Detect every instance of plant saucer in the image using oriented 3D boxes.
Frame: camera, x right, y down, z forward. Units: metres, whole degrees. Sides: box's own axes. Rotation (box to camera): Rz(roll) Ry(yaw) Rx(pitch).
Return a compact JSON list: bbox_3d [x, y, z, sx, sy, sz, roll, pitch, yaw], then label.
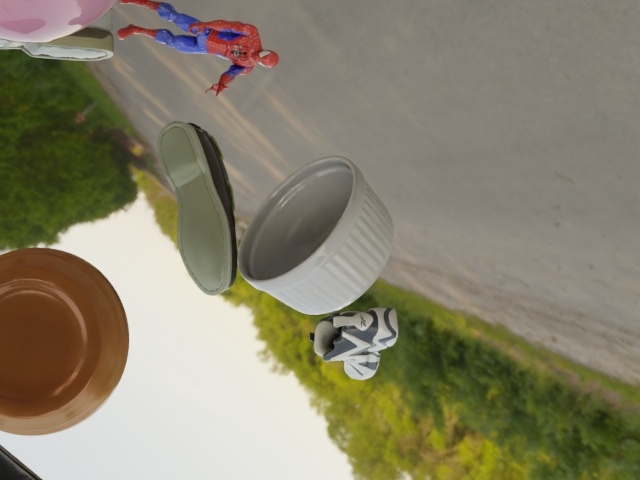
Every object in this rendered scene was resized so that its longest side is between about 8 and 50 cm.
[{"bbox_3d":[-0.303,0.106,0.859,0.200,0.200,0.037,38,176,3],"label":"plant saucer"}]

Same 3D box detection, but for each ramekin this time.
[{"bbox_3d":[0.000,0.000,1.086,0.109,0.207,0.207,42,175,-31],"label":"ramekin"}]

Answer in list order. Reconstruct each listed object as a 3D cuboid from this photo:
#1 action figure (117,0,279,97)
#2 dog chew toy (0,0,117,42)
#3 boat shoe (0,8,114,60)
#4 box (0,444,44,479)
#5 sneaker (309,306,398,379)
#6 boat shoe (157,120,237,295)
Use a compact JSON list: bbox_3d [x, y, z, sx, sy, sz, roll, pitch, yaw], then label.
[{"bbox_3d":[-0.205,-0.306,1.269,0.280,0.091,0.139,18,-149,14],"label":"action figure"},{"bbox_3d":[-0.322,-0.252,0.664,0.331,0.207,0.206,-8,166,9],"label":"dog chew toy"},{"bbox_3d":[-0.392,-0.281,0.960,0.302,0.103,0.113,-1,180,-40],"label":"boat shoe"},{"bbox_3d":[-0.269,0.219,0.255,0.293,0.395,0.212,41,144,-2],"label":"box"},{"bbox_3d":[0.043,0.200,1.580,0.153,0.094,0.235,4,154,-15],"label":"sneaker"},{"bbox_3d":[-0.144,-0.043,1.052,0.068,0.081,0.228,-2,-104,-62],"label":"boat shoe"}]
